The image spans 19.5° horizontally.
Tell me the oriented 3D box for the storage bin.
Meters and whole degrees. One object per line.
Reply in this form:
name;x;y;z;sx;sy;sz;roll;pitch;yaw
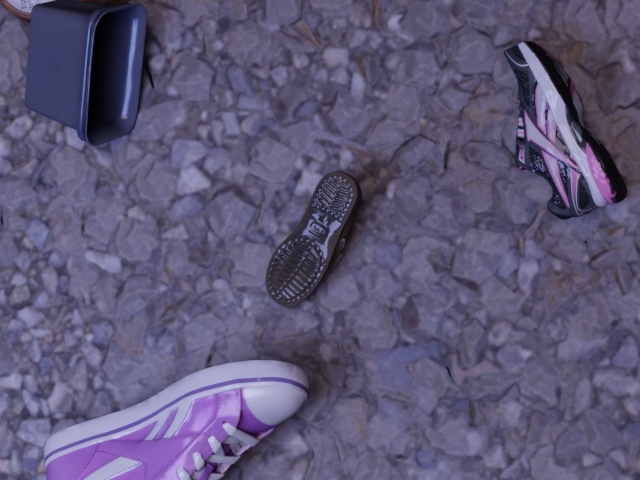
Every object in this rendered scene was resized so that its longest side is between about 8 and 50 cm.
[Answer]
storage bin;-0.230;-0.174;1.807;0.091;0.098;0.135;19;114;25

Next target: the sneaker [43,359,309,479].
sneaker;-0.123;0.222;1.729;0.282;0.102;0.161;-26;56;21

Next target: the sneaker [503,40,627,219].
sneaker;0.205;-0.099;1.710;0.077;0.072;0.178;-30;74;21

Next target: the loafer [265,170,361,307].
loafer;0.000;0.000;1.763;0.056;0.050;0.148;39;111;16

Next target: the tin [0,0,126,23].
tin;-0.239;-0.279;1.846;0.189;0.040;0.106;-17;86;12
